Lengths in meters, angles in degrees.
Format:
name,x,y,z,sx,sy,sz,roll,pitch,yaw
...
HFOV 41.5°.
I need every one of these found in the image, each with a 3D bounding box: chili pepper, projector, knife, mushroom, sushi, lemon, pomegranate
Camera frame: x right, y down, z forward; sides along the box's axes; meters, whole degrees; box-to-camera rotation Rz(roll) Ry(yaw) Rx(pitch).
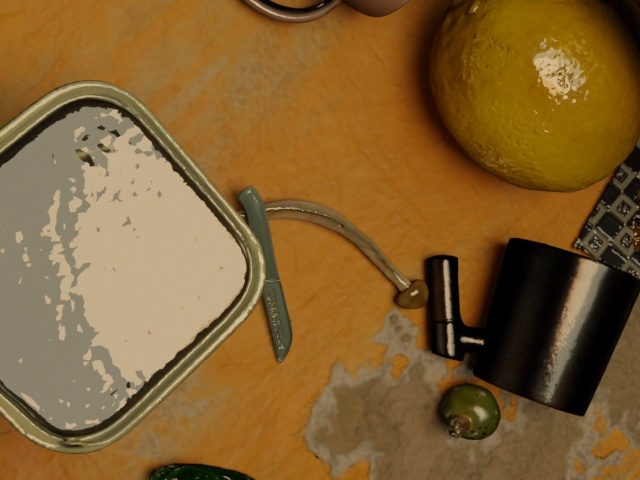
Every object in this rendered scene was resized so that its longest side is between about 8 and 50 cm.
name,x,y,z,sx,sy,sz,roll,pitch,yaw
chili pepper,-0.085,0.355,0.945,0.122,0.065,0.279,-25,98,-10
projector,-0.230,0.021,0.782,0.248,0.249,0.248,-44,105,-16
knife,-0.059,0.039,0.956,0.028,0.015,0.210,-17,107,-17
mushroom,0.002,-0.001,0.987,0.306,0.043,0.068,27,62,-18
sushi,0.442,-0.033,1.156,0.139,0.031,0.201,34,80,-1
lemon,0.250,-0.180,0.975,0.263,0.236,0.236,24,82,0
pomegranate,0.185,0.216,1.033,0.073,0.085,0.073,3,122,4

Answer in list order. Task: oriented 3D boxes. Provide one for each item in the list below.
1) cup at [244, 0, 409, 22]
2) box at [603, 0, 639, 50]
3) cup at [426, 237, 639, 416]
name,x,y,z,sx,sy,sz,roll,pitch,yaw
cup,0.019,-0.341,0.919,0.200,0.191,0.253,36,108,-21
box,0.391,-0.289,0.925,0.138,0.420,0.373,-32,101,19
cup,0.251,0.095,1.049,0.166,0.239,0.177,21,89,-62
